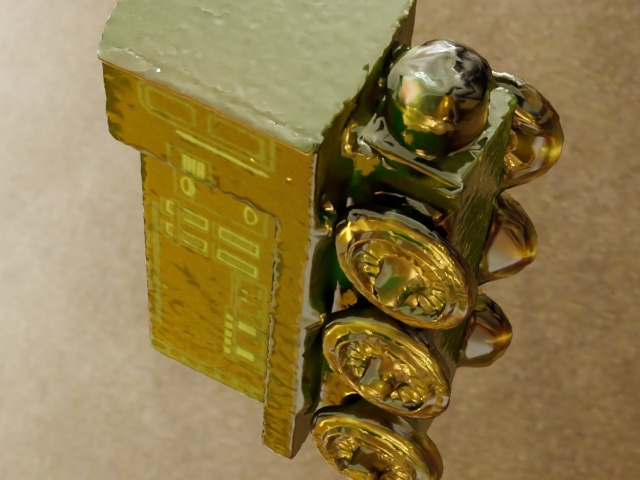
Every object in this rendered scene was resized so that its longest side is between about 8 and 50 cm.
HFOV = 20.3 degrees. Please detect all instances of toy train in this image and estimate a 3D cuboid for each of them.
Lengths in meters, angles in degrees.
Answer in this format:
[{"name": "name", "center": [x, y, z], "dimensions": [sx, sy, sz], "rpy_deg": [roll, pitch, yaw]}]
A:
[{"name": "toy train", "center": [0.000, 0.000, 0.616], "dimensions": [0.090, 0.137, 0.225], "rpy_deg": [-57, -15, -32]}]
